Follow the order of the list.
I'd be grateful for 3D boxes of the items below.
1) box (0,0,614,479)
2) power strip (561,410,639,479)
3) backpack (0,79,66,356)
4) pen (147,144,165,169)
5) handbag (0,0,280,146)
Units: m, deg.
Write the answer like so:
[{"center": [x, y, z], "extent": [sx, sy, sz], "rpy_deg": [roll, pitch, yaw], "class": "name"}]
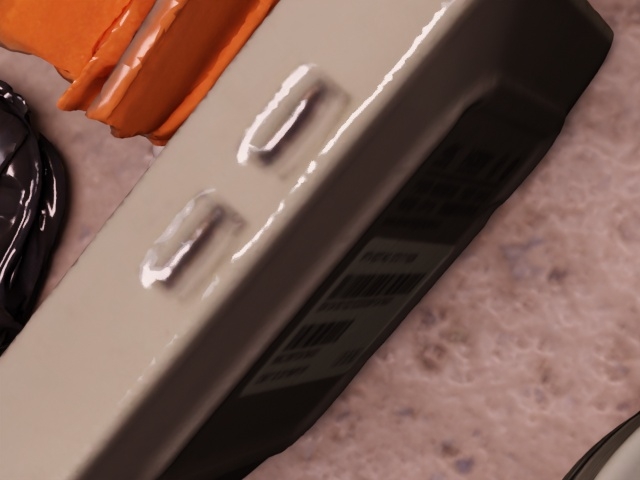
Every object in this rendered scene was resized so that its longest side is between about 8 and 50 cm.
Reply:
[{"center": [0.000, 0.000, 0.814], "extent": [0.090, 0.367, 0.373], "rpy_deg": [43, 102, 12], "class": "box"}, {"center": [0.278, 0.224, 0.808], "extent": [0.358, 0.161, 0.357], "rpy_deg": [0, 77, 0], "class": "power strip"}, {"center": [-0.269, 0.008, 1.018], "extent": [0.206, 0.133, 0.258], "rpy_deg": [28, 91, 9], "class": "backpack"}, {"center": [-0.059, -0.121, 1.002], "extent": [0.026, 0.026, 0.218], "rpy_deg": [34, 99, 12], "class": "pen"}, {"center": [0.009, -0.177, 0.783], "extent": [0.116, 0.410, 0.303], "rpy_deg": [36, 100, 12], "class": "handbag"}]
